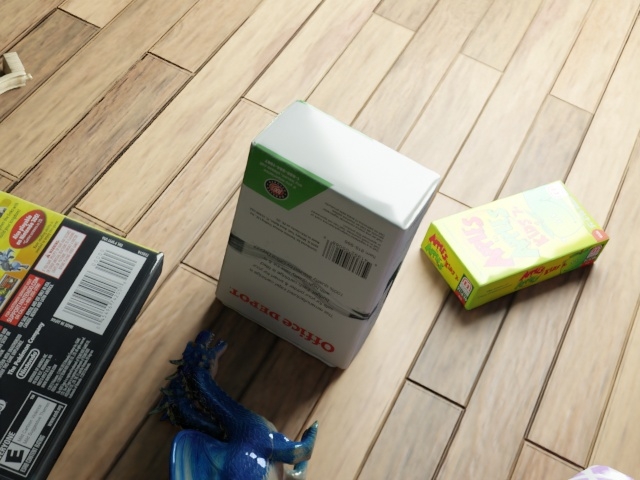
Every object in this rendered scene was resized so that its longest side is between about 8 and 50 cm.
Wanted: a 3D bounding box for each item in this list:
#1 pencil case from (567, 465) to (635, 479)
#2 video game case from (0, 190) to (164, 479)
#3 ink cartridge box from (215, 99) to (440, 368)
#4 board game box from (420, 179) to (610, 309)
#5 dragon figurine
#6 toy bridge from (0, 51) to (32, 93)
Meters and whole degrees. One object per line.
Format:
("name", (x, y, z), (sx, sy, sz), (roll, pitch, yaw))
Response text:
("pencil case", (0.192, 0.268, 0.867), (0.206, 0.088, 0.086), (-23, 23, -30))
("video game case", (-0.307, 0.072, 0.923), (0.248, 0.035, 0.274), (21, 50, 2))
("ink cartridge box", (0.000, 0.000, 0.952), (0.153, 0.208, 0.087), (30, 47, 9))
("board game box", (0.209, 0.002, 1.115), (0.181, 0.043, 0.092), (-17, 58, -27))
("dragon figurine", (-0.082, 0.204, 0.837), (0.144, 0.085, 0.289), (10, 45, -4))
("toy bridge", (-0.396, -0.155, 1.093), (0.188, 0.026, 0.063), (-17, 60, -27))
